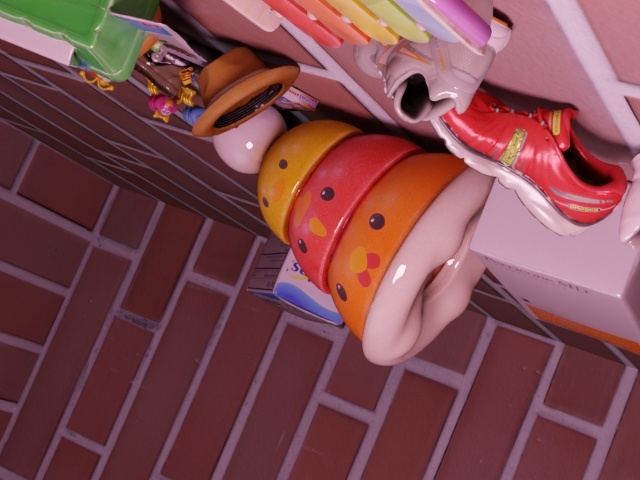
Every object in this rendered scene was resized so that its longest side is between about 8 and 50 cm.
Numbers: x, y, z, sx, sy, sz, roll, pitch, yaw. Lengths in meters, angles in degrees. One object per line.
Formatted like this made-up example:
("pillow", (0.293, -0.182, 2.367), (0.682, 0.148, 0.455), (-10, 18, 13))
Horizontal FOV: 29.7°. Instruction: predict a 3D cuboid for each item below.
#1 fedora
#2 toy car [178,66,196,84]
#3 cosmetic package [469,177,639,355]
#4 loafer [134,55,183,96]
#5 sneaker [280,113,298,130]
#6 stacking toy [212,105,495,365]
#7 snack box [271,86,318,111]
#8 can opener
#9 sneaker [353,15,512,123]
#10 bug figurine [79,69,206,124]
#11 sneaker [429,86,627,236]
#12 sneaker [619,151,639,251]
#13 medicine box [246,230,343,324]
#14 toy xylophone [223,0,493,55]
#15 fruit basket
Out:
("fedora", (-0.121, -0.221, 1.726), (0.079, 0.194, 0.194), (57, 175, 4))
("toy car", (-0.149, -0.231, 1.818), (0.122, 0.040, 0.060), (-8, 134, -4))
("cosmetic package", (0.402, 0.033, 1.806), (0.230, 0.161, 0.453), (19, 172, 26))
("loafer", (-0.283, -0.297, 1.972), (0.148, 0.050, 0.056), (41, 166, -16))
("sneaker", (-0.077, -0.169, 2.128), (0.118, 0.083, 0.222), (19, 171, 27))
("stacking toy", (0.019, -0.063, 1.850), (0.480, 0.350, 0.350), (33, 177, 21))
("snack box", (-0.076, -0.228, 1.922), (0.064, 0.022, 0.178), (26, 172, -31))
("can opener", (-0.191, -0.279, 1.831), (0.186, 0.073, 0.059), (21, 135, -12))
("sneaker", (0.093, -0.184, 1.298), (0.099, 0.121, 0.262), (27, 172, -22))
("bug figurine", (-0.310, -0.265, 2.098), (0.279, 0.072, 0.216), (26, -179, -23))
("sneaker", (0.243, -0.127, 1.416), (0.279, 0.107, 0.118), (36, 135, -7))
("sneaker", (0.472, -0.014, 1.347), (0.297, 0.129, 0.111), (15, 169, 43))
("medicine box", (0.000, 0.000, 2.306), (0.149, 0.289, 0.263), (25, 173, -12))
("toy xylophone", (0.007, -0.262, 1.150), (0.236, 0.081, 0.323), (29, 171, -37))
("fruit basket", (-0.322, -0.299, 1.612), (0.327, 0.165, 0.353), (22, 176, 4))
